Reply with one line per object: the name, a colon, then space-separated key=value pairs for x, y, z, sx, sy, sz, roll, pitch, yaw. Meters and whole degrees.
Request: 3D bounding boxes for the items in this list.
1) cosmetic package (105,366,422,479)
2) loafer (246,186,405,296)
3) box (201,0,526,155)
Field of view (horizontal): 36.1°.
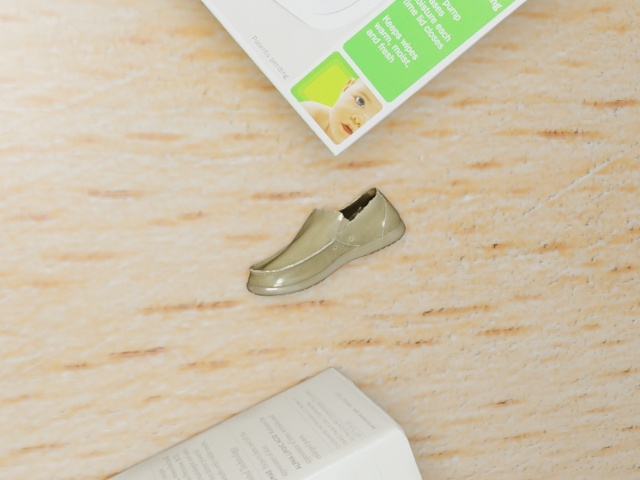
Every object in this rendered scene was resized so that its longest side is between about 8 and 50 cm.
cosmetic package: x=-0.097 y=0.288 z=0.765 sx=0.385 sy=0.156 sz=0.217 roll=-27 pitch=109 yaw=-14
loafer: x=0.000 y=0.000 z=0.808 sx=0.148 sy=0.056 sz=0.050 roll=-27 pitch=106 yaw=-24
box: x=0.013 y=-0.240 z=0.703 sx=0.231 sy=0.127 sz=0.262 roll=-37 pitch=110 yaw=10
